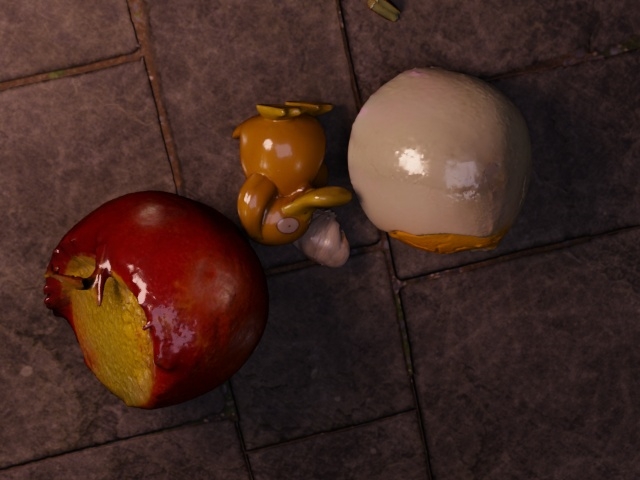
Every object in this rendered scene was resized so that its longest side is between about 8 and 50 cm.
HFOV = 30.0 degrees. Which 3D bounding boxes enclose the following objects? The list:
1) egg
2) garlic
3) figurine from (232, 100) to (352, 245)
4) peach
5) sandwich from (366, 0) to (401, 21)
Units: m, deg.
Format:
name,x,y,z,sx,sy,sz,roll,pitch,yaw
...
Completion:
name,x,y,z,sx,sy,sz,roll,pitch,yaw
egg,0.230,-0.122,1.952,0.337,0.201,0.337,-6,103,-27
garlic,0.001,-0.002,2.056,0.113,0.074,0.094,29,112,0
figurine,-0.059,-0.113,1.969,0.215,0.215,0.228,-17,88,-2
peach,-0.251,0.081,1.912,0.310,0.406,0.335,-33,101,-26
sandwich,0.098,-0.389,1.964,0.031,0.083,0.044,-48,64,13
